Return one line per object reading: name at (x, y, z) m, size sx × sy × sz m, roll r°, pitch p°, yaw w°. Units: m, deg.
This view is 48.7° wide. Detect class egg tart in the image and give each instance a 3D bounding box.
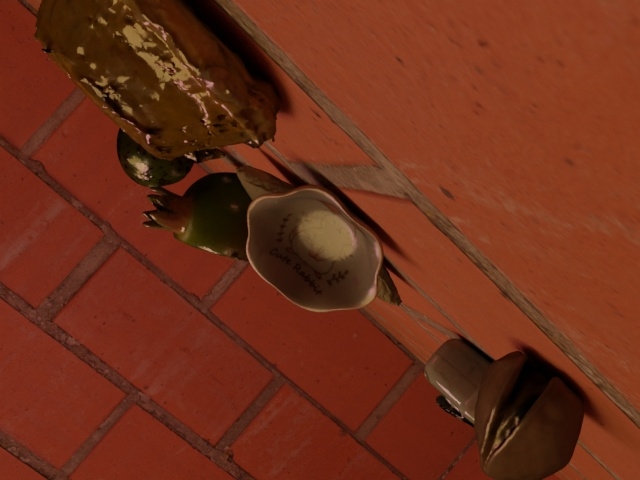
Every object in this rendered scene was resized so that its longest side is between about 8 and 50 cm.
egg tart at (-0.192, -0.189, 0.757) m, size 0.341 × 0.132 × 0.341 m, roll 40°, pitch 173°, yaw 6°

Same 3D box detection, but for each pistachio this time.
pistachio at (0.272, 0.238, 0.940) m, size 0.138 × 0.153 × 0.238 m, roll 28°, pitch 142°, yaw 31°

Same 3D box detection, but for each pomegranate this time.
pomegranate at (-0.362, -0.225, 1.677) m, size 0.263 × 0.211 × 0.211 m, roll 14°, pitch 166°, yaw 18°
pomegranate at (-0.266, -0.079, 1.815) m, size 0.359 × 0.216 × 0.310 m, roll 19°, pitch -177°, yaw -29°

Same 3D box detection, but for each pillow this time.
pillow at (0.001, -0.014, 1.257) m, size 0.274 × 0.076 × 0.280 m, roll 27°, pitch 164°, yaw 40°

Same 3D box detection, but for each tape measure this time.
tape measure at (0.316, 0.311, 1.342) m, size 0.246 × 0.125 × 0.243 m, roll 37°, pitch 173°, yaw 44°

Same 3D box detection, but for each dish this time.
dish at (0.000, 0.000, 1.055) m, size 0.229 × 0.081 × 0.229 m, roll 14°, pitch 129°, yaw 18°
